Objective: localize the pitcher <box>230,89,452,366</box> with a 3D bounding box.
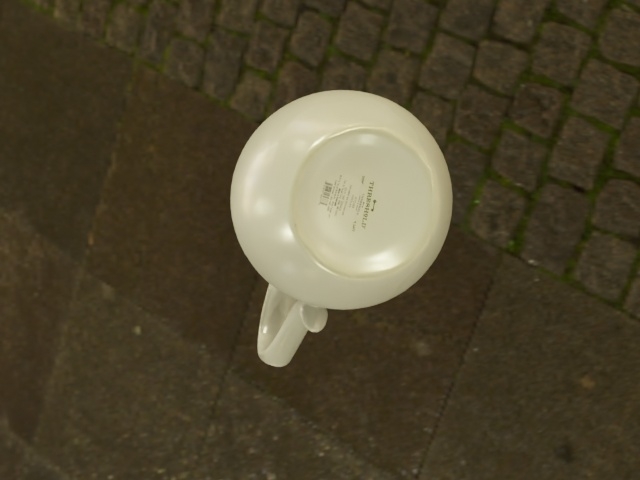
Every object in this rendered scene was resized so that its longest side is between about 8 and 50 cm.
[{"bbox_3d":[0.000,0.000,0.725,0.207,0.125,0.178,-164,84,-79],"label":"pitcher"}]
